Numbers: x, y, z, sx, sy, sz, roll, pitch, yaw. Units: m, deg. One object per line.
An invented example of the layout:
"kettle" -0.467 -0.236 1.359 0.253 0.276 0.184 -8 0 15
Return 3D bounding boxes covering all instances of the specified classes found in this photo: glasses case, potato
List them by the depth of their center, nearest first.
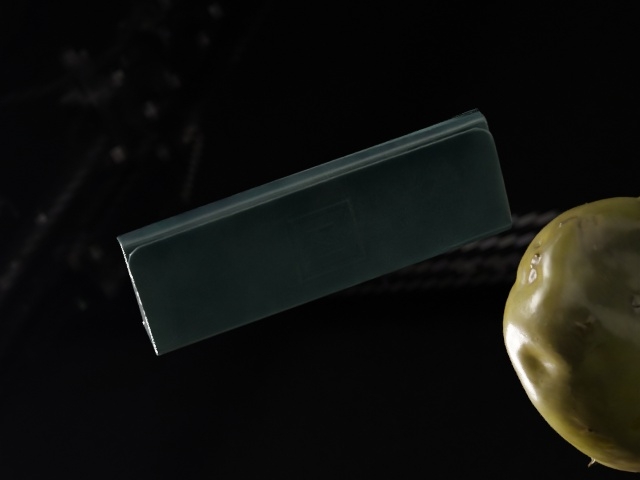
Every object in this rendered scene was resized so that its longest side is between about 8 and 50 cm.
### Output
"potato" 0.118 0.039 0.702 0.091 0.138 0.070 -50 -125 -1
"glasses case" 0.000 0.000 1.326 0.266 0.105 0.056 -20 -129 -8
